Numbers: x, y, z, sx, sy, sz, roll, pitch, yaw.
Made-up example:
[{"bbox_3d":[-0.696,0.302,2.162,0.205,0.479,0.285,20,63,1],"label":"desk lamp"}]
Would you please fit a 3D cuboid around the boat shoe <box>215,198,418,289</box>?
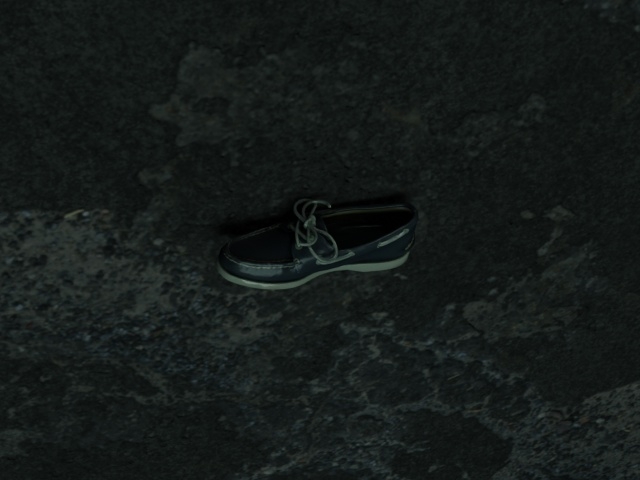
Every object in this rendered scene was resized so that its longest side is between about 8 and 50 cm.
[{"bbox_3d":[0.000,0.000,1.379,0.255,0.095,0.079,-4,138,-18],"label":"boat shoe"}]
